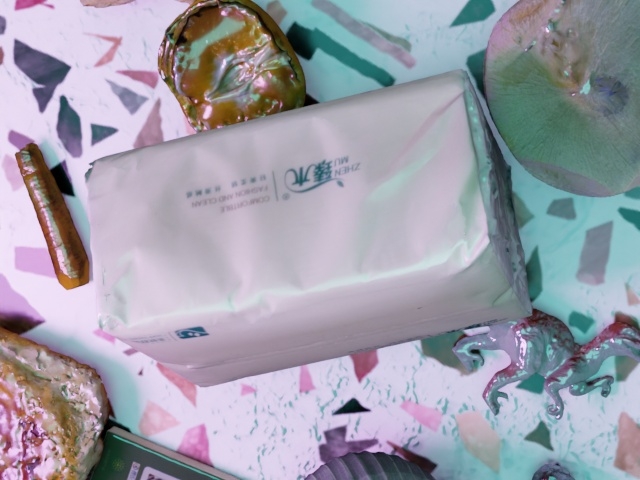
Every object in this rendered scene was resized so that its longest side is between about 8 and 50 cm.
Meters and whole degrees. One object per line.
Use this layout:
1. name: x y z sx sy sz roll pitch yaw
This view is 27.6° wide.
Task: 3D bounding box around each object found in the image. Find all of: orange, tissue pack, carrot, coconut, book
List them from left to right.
1. carrot: -0.301 -0.027 1.459 0.042 0.042 0.171 -21 92 12
2. book: -0.154 0.355 1.500 0.264 0.027 0.202 21 101 7
3. orange: -0.089 -0.179 1.362 0.160 0.112 0.170 19 126 -5
4. tissue pack: 0.000 0.000 1.266 0.380 0.297 0.207 -13 72 13
5. coconut: 0.268 -0.156 1.241 0.227 0.230 0.227 1 98 9

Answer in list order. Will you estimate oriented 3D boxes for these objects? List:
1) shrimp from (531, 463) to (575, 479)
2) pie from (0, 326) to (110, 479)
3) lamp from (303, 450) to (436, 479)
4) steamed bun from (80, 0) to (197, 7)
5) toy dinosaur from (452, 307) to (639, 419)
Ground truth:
1. shrimp: 0.296 0.304 1.401 0.165 0.056 0.065 31 96 1
2. pie: -0.396 0.223 1.488 0.308 0.085 0.308 2 100 13
3. lamp: 0.050 0.356 1.360 0.233 0.233 0.265 -5 118 10
4. steamed bun: -0.199 -0.373 1.323 0.292 0.137 0.295 -27 93 0
5. toy dinosaur: 0.212 0.098 1.384 0.242 0.053 0.167 40 102 2
